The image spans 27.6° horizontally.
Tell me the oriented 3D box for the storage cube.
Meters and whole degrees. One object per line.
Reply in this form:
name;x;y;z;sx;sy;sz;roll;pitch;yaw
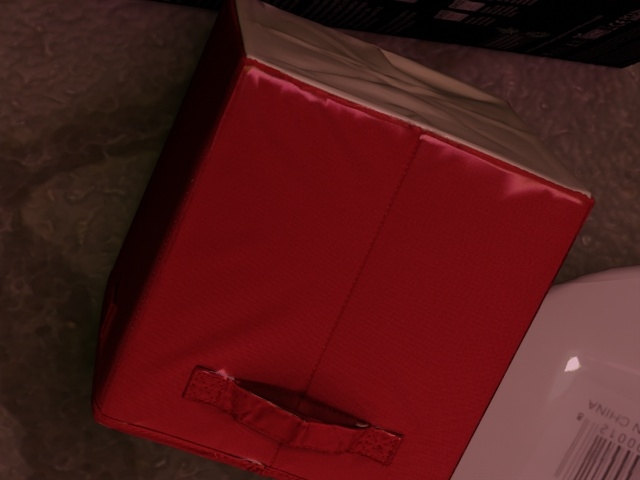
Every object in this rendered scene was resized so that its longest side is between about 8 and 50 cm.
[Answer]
storage cube;0.000;0.000;0.691;0.184;0.215;0.193;21;108;-13

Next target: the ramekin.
ramekin;0.185;0.147;0.711;0.277;0.135;0.277;-9;63;18

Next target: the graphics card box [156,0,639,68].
graphics card box;0.053;-0.178;0.720;0.371;0.233;0.094;7;86;-11
